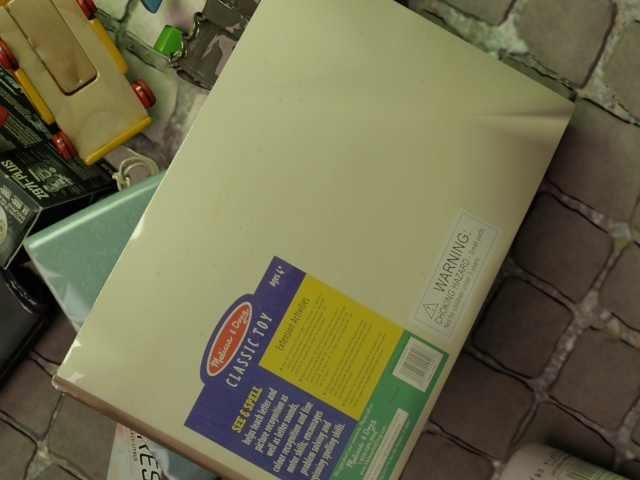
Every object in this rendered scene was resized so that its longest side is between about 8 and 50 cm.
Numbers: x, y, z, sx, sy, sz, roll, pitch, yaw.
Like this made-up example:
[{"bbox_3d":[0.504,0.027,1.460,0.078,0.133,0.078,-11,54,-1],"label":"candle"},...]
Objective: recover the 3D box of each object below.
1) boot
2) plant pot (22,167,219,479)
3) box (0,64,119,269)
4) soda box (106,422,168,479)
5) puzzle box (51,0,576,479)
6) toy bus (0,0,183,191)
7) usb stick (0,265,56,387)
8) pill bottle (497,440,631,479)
[{"bbox_3d":[-0.072,-0.237,1.658,0.263,0.091,0.229,38,114,12],"label":"boot"},{"bbox_3d":[-0.064,0.043,1.631,0.252,0.248,0.247,-33,85,0],"label":"plant pot"},{"bbox_3d":[-0.295,-0.071,1.771,0.180,0.147,0.077,42,115,12],"label":"box"},{"bbox_3d":[-0.161,0.210,1.815,0.058,0.063,0.183,19,109,22],"label":"soda box"},{"bbox_3d":[0.000,0.000,1.509,0.272,0.052,0.409,30,71,-6],"label":"puzzle box"},{"bbox_3d":[-0.228,-0.154,1.743,0.191,0.104,0.202,11,99,-20],"label":"toy bus"},{"bbox_3d":[-0.356,0.136,1.905,0.077,0.045,0.278,45,117,10],"label":"usb stick"},{"bbox_3d":[0.252,0.266,1.585,0.229,0.131,0.131,21,110,21],"label":"pill bottle"}]
